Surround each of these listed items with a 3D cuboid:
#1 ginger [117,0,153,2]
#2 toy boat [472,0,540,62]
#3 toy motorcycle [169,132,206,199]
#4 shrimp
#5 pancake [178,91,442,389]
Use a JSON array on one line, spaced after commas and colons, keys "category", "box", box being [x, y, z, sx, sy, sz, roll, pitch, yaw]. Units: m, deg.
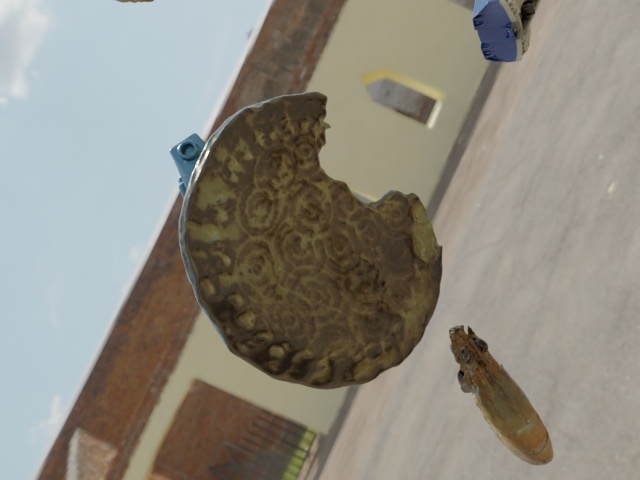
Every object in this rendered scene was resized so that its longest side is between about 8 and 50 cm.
[{"category": "ginger", "box": [-0.189, -0.244, 0.685, 0.069, 0.190, 0.095, -15, 60, 65]}, {"category": "toy boat", "box": [0.312, -0.429, 1.419, 0.129, 0.088, 0.295, 58, -141, -45]}, {"category": "toy motorcycle", "box": [-0.088, 0.005, 1.267, 0.172, 0.416, 0.232, -33, -22, -2]}, {"category": "shrimp", "box": [0.240, 0.212, 1.248, 0.063, 0.287, 0.152, -37, 24, -6]}, {"category": "pancake", "box": [0.000, 0.000, 0.847, 0.033, 0.288, 0.285, -7, 85, 58]}]
